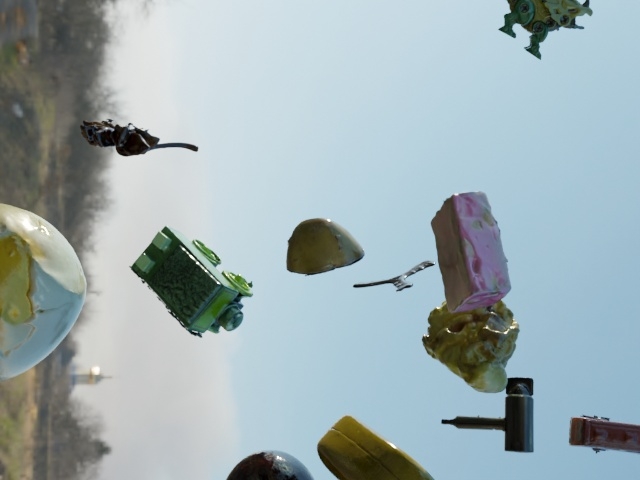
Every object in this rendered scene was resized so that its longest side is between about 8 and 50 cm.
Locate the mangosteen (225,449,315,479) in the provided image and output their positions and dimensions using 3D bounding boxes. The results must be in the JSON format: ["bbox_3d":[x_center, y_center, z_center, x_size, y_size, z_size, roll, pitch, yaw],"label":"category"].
[{"bbox_3d":[-0.136,0.705,2.310,0.288,0.288,0.288,-179,-90,-72],"label":"mangosteen"}]

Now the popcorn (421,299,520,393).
[{"bbox_3d":[0.391,0.240,2.166,0.225,0.173,0.286,-62,-152,3],"label":"popcorn"}]

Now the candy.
[{"bbox_3d":[0.354,0.030,2.031,0.155,0.115,0.265,115,-29,-62],"label":"candy"}]

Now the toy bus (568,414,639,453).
[{"bbox_3d":[0.595,0.378,1.635,0.096,0.234,0.074,102,-4,-80],"label":"toy bus"}]

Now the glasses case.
[{"bbox_3d":[0.117,0.534,2.011,0.371,0.141,0.173,22,-29,56],"label":"glasses case"}]

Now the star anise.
[{"bbox_3d":[-0.390,-0.210,1.799,0.177,0.233,0.073,-41,139,-78],"label":"star anise"}]

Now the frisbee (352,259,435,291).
[{"bbox_3d":[0.189,0.091,2.041,0.187,0.211,0.012,-138,-149,-78],"label":"frisbee"}]

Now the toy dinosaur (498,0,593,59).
[{"bbox_3d":[0.426,-0.485,1.797,0.153,0.259,0.094,-63,176,17],"label":"toy dinosaur"}]

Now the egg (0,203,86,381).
[{"bbox_3d":[-0.570,0.102,1.490,0.345,0.283,0.283,-48,-147,17],"label":"egg"}]

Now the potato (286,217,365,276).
[{"bbox_3d":[0.000,0.000,2.134,0.202,0.182,0.117,6,-65,46],"label":"potato"}]

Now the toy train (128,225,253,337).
[{"bbox_3d":[-0.281,0.094,1.918,0.271,0.188,0.159,43,-85,26],"label":"toy train"}]

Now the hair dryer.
[{"bbox_3d":[0.444,0.462,2.294,0.078,0.248,0.196,37,53,-64],"label":"hair dryer"}]
